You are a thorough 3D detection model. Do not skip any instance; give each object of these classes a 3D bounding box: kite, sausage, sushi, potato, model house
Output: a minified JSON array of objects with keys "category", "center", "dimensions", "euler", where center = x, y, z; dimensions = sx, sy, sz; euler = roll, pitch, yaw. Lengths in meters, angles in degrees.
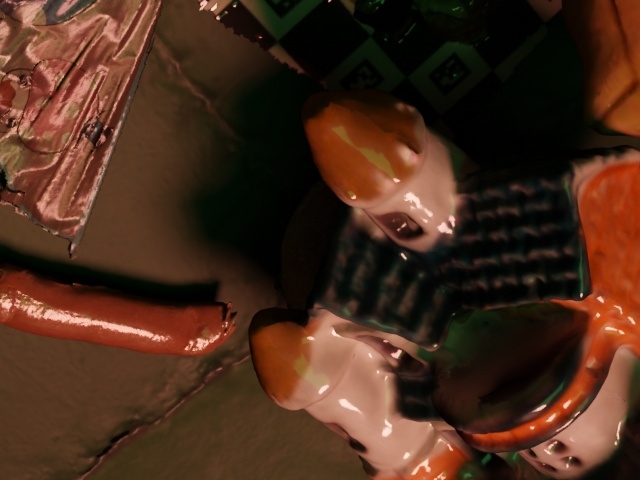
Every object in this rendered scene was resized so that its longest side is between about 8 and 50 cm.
[{"category":"kite","center":[-0.191,-0.148,0.959],"dimensions":[0.368,0.014,0.406],"euler":[-31,126,-2]},{"category":"sausage","center":[-0.123,0.043,1.086],"dimensions":[0.158,0.036,0.042],"euler":[10,150,-26]},{"category":"sushi","center":[0.050,-0.164,1.026],"dimensions":[0.193,0.040,0.210],"euler":[-49,131,10]},{"category":"potato","center":[-0.001,0.000,1.115],"dimensions":[0.037,0.036,0.093],"euler":[19,98,9]},{"category":"model house","center":[0.077,0.041,1.007],"dimensions":[0.301,0.271,0.190],"euler":[38,64,-33]}]

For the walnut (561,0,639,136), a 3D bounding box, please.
[{"category":"walnut","center":[0.248,-0.151,0.997],"dimensions":[0.298,0.203,0.203],"euler":[-46,127,-13]}]
